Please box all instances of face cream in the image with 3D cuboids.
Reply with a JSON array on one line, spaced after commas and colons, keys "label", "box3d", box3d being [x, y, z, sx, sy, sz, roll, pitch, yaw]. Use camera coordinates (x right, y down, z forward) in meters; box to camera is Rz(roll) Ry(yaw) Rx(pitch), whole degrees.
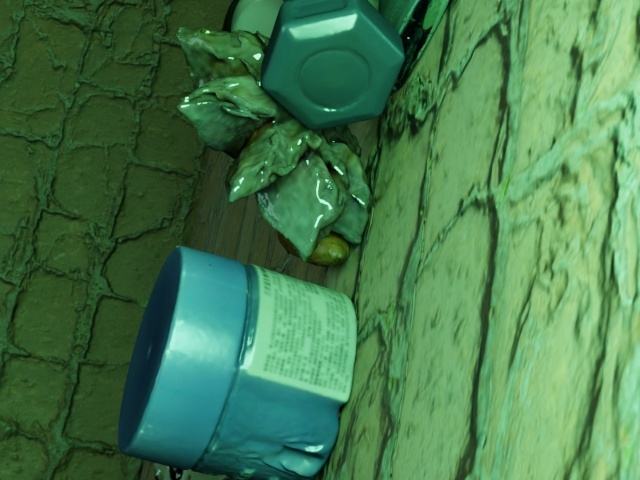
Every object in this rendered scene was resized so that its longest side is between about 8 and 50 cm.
[{"label": "face cream", "box3d": [-0.094, 0.152, 1.344, 0.249, 0.225, 0.249, -164, 90, -77]}]

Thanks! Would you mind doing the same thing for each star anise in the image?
[{"label": "star anise", "box3d": [-0.045, -0.125, 1.360, 0.117, 0.331, 0.332, -31, 36, 30]}]

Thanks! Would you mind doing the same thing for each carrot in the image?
[{"label": "carrot", "box3d": [0.000, 0.000, 1.481, 0.205, 0.072, 0.072, -152, 77, -73]}]

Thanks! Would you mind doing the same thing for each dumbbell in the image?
[{"label": "dumbbell", "box3d": [0.007, -0.273, 1.341, 0.144, 0.160, 0.325, -37, 34, 25]}]

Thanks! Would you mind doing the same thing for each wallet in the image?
[{"label": "wallet", "box3d": [0.109, -0.366, 1.413, 0.191, 0.046, 0.379, 113, 164, -48]}]

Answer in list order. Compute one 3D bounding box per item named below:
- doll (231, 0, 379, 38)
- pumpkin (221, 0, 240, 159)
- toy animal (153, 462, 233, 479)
[{"label": "doll", "box3d": [-0.001, -0.303, 1.636, 0.251, 0.221, 0.221, -17, 57, 51]}, {"label": "pumpkin", "box3d": [-0.092, -0.275, 1.898, 0.300, 0.207, 0.300, -165, 90, -79]}, {"label": "toy animal", "box3d": [-0.143, 0.272, 1.578, 0.187, 0.165, 0.235, 98, 178, -52]}]
